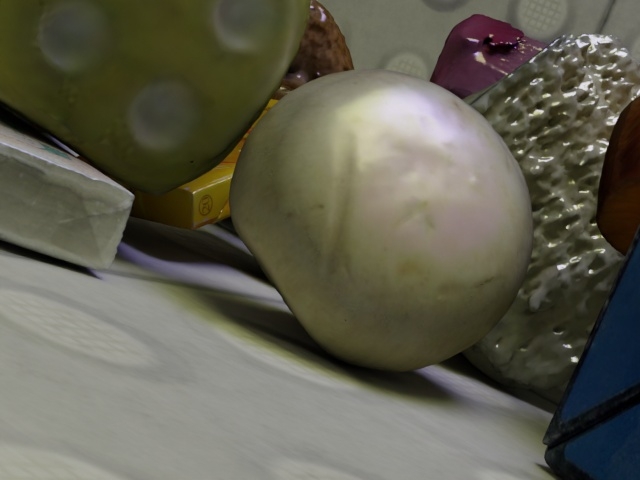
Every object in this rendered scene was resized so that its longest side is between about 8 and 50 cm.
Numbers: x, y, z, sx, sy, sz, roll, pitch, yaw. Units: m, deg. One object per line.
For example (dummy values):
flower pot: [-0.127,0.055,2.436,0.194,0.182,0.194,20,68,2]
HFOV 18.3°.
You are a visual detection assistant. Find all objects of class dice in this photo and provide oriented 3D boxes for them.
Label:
dice: [-0.166,-0.190,1.552,0.238,0.233,0.227,34,-1,-33]

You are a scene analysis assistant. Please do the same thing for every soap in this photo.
soap: [0.181,-0.105,2.240,0.127,0.324,0.220,19,39,18]

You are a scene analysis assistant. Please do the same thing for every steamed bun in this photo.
steamed bun: [0.201,-0.045,1.749,0.290,0.272,0.273,-22,15,-21]

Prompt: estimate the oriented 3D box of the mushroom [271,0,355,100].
mushroom: [-0.013,-0.095,2.034,0.345,0.239,0.345,44,11,-11]

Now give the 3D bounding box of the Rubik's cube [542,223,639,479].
Rubik's cube: [0.350,0.116,1.360,0.255,0.259,0.260,18,12,-30]

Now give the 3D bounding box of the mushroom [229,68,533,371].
mushroom: [0.041,-0.006,1.534,0.246,0.202,0.246,18,48,-21]

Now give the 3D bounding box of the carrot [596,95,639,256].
carrot: [0.370,-0.036,1.535,0.307,0.100,0.258,6,-23,20]

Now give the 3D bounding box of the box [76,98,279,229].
box: [-0.085,-0.071,1.737,0.152,0.043,0.269,12,23,35]

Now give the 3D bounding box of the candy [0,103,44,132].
candy: [-0.299,-0.166,2.065,0.143,0.101,0.271,28,12,-11]

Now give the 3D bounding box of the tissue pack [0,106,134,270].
tissue pack: [-0.281,-0.076,1.497,0.170,0.071,0.325,19,7,-35]
